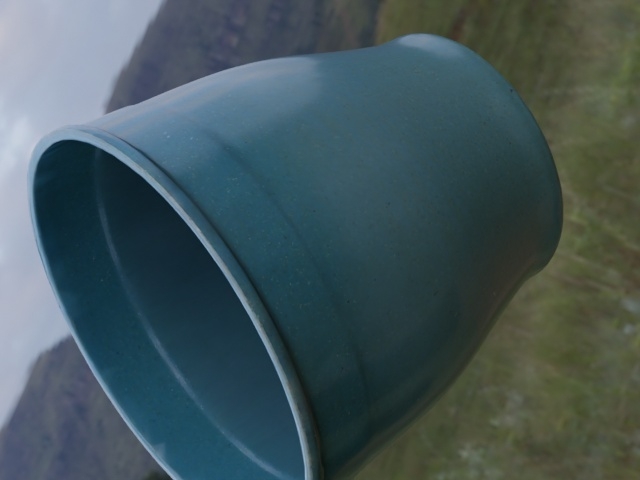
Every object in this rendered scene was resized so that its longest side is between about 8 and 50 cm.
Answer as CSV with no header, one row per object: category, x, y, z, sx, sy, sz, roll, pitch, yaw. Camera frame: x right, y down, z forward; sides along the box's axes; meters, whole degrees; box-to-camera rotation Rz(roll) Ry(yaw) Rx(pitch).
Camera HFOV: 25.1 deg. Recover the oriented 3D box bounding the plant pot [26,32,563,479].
plant pot,0.000,0.000,0.893,0.255,0.271,0.271,-32,-23,-28
